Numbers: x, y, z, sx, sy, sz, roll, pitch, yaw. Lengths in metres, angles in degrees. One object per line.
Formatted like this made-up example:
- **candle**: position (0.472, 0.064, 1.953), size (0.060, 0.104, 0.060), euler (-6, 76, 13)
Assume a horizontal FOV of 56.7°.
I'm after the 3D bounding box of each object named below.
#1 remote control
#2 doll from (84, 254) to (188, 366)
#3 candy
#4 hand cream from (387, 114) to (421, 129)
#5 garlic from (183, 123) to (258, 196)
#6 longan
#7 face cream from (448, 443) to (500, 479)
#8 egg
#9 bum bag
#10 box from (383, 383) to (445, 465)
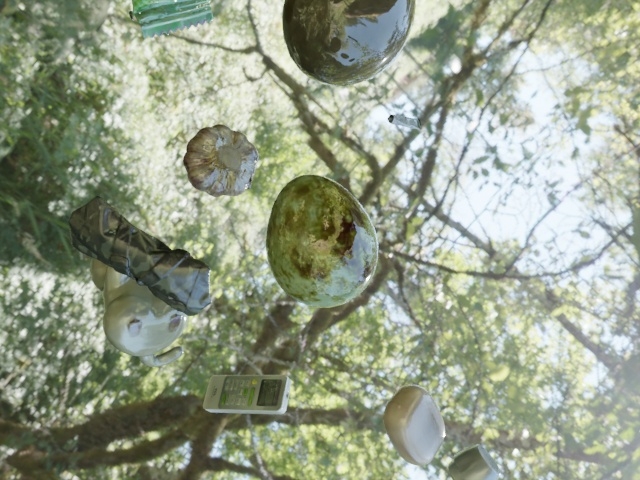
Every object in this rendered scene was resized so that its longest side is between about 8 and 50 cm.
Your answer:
- **remote control**: position (-0.200, 0.414, 1.601), size (0.250, 0.034, 0.103), euler (-5, -125, 25)
- **doll**: position (-0.489, 0.139, 1.579), size (0.214, 0.370, 0.226), euler (-13, 155, -26)
- **candy**: position (-0.433, -0.769, 1.609), size (0.262, 0.398, 0.172), euler (-27, -148, -27)
- **hand cream**: position (0.185, -0.264, 1.316), size (0.019, 0.093, 0.030), euler (-36, -122, 48)
- **garlic**: position (-0.321, -0.245, 1.869), size (0.160, 0.245, 0.245), euler (-7, -134, 54)
- **longan**: position (0.079, -0.603, 1.583), size (0.404, 0.336, 0.404), euler (-48, 169, -13)
- **face cream**: position (0.402, 0.602, 1.552), size (0.104, 0.117, 0.117), euler (-43, -162, 11)
- **egg**: position (0.000, 0.000, 1.253), size (0.238, 0.290, 0.238), euler (-12, -166, 3)
- **bum bag**: position (-0.369, 0.037, 1.237), size (0.144, 0.340, 0.095), euler (-52, -172, 35)
- **box**: position (0.222, 0.433, 1.393), size (0.088, 0.200, 0.146), euler (3, -141, 46)
